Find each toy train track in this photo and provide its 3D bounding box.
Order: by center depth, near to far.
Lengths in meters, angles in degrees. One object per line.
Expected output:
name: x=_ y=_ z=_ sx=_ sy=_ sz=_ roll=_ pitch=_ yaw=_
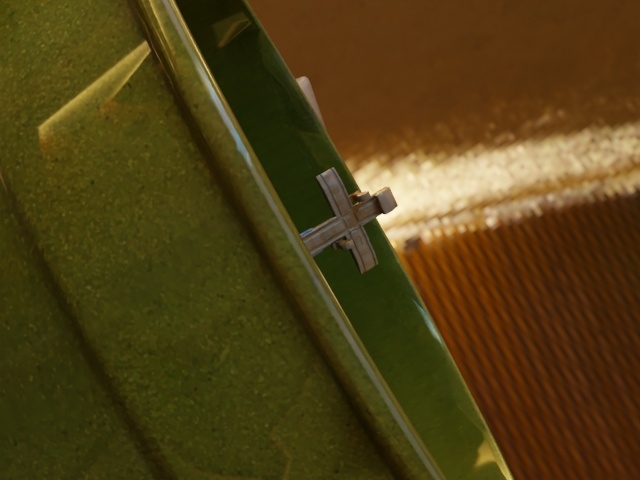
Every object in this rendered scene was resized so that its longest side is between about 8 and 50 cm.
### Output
toy train track: x=0.000 y=0.000 z=0.710 sx=0.083 sy=0.048 sz=0.014 roll=-30 pitch=13 yaw=-21

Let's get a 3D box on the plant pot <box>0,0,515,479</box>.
plant pot: x=-0.141 y=0.079 z=0.667 sx=0.353 sy=0.366 sz=0.366 roll=-30 pitch=-31 yaw=5

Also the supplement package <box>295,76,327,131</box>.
supplement package: x=-0.048 y=0.077 z=0.957 sx=0.175 sy=0.293 sz=0.177 roll=-18 pitch=10 yaw=11
